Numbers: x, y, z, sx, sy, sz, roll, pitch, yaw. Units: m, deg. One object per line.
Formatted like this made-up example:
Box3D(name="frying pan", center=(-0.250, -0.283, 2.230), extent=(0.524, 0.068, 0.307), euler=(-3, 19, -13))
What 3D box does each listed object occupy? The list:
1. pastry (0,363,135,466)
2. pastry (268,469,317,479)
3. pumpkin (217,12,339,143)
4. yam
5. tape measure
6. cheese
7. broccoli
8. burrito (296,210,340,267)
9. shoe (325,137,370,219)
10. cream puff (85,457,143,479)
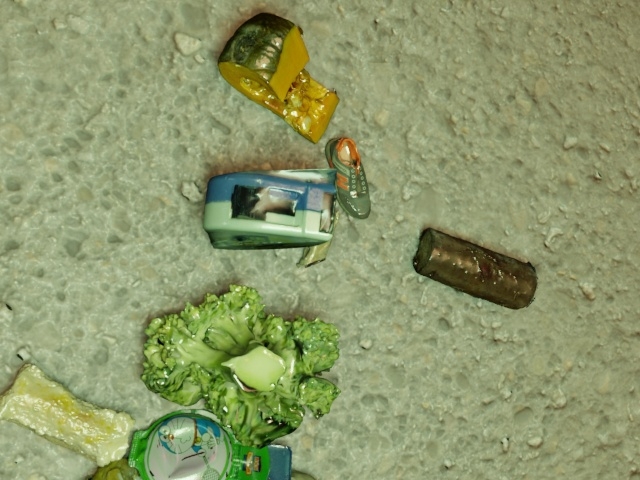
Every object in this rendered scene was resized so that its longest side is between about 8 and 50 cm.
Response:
Box3D(name="pastry", center=(-0.483, 0.334, 1.275), extent=(0.258, 0.089, 0.121), euler=(29, 76, -15))
Box3D(name="pastry", center=(-0.071, 0.610, 1.369), extent=(0.264, 0.133, 0.265), euler=(0, 88, -13))
Box3D(name="pumpkin", center=(-0.068, -0.341, 1.391), extent=(0.280, 0.190, 0.139), euler=(32, 77, -14))
Box3D(name="yam", center=(0.350, 0.067, 1.534), extent=(0.279, 0.131, 0.131), euler=(19, 81, -13))
Box3D(name="tape measure", center=(-0.101, -0.054, 1.327), extent=(0.262, 0.259, 0.138), euler=(-1, 85, -9))
Box3D(name="cheese", center=(-0.213, 0.430, 1.324), extent=(0.320, 0.083, 0.204), euler=(9, 46, -9))
Box3D(name="broccoli", center=(-0.138, 0.239, 1.301), extent=(0.338, 0.317, 0.277), euler=(45, 66, -35))
Box3D(name="burrito", center=(0.000, 0.000, 1.471), extent=(0.055, 0.041, 0.149), euler=(24, 83, -1))
Box3D(name="shoe", center=(0.068, -0.139, 1.480), extent=(0.074, 0.077, 0.195), euler=(-19, 92, -18))
Box3D(name="cream puff", center=(-0.373, 0.542, 1.259), extent=(0.221, 0.194, 0.195), euler=(40, 76, -7))
